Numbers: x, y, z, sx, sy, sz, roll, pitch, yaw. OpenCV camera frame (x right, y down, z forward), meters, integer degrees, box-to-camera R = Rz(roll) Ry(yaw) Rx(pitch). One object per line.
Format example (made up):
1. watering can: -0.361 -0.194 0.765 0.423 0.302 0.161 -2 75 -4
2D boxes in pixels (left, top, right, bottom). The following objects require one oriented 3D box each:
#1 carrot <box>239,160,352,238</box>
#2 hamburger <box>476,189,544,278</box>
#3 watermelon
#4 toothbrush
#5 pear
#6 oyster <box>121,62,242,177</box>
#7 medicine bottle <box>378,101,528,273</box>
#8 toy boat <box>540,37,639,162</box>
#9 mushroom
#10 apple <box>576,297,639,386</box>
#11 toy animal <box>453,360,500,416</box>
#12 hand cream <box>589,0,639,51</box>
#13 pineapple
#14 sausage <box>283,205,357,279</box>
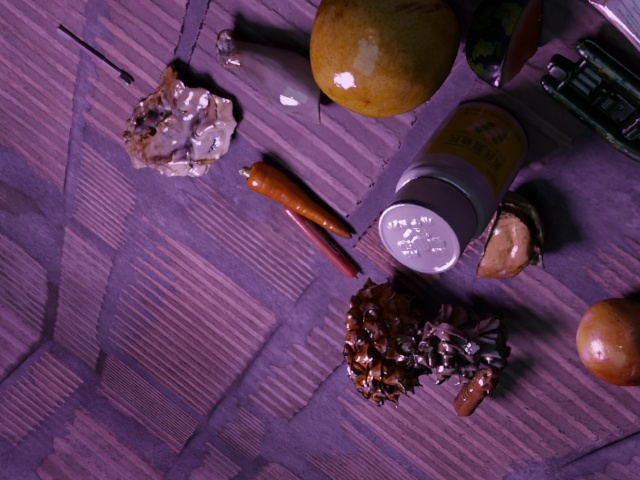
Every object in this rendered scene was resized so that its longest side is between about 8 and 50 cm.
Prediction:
1. carrot: -0.042 -0.080 1.462 0.256 0.061 0.061 30 144 -6
2. hamburger: 0.319 -0.001 1.209 0.102 0.087 0.176 17 133 10
3. watermelon: 0.257 -0.274 0.986 0.094 0.125 0.135 18 129 -22
4. toothbrush: -0.460 -0.376 1.528 0.194 0.017 0.014 38 138 5
5. pear: 0.083 -0.264 1.011 0.208 0.209 0.209 23 141 20
6. oyster: -0.302 -0.205 1.503 0.201 0.107 0.354 49 143 -8
7. medicine bottle: 0.192 -0.079 1.079 0.143 0.258 0.143 23 141 20
8. toy boat: 0.386 -0.177 0.982 0.210 0.052 0.104 40 141 0
9. mushroom: -0.083 -0.275 1.248 0.225 0.093 0.116 29 164 6
10. apple: 0.483 0.163 1.183 0.146 0.146 0.146 23 141 20
11. toy animal: 0.310 0.299 1.516 0.056 0.099 0.241 32 143 10
12. hand cream: 0.414 -0.238 0.909 0.210 0.043 0.067 49 141 -4
13. pineapple: 0.216 0.185 1.402 0.271 0.262 0.262 -7 125 31
14. sausage: 0.000 0.000 1.522 0.223 0.029 0.029 46 143 -10
